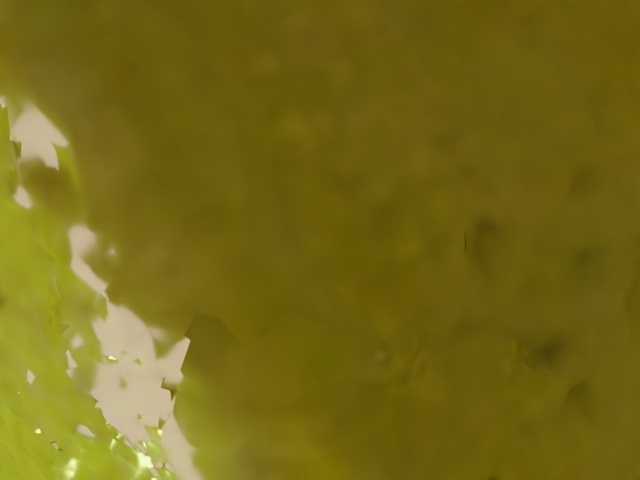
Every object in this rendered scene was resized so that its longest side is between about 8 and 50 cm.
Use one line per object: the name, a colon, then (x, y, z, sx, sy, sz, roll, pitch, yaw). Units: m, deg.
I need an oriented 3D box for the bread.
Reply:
bread: (0.015, -0.028, 0.589, 0.348, 0.308, 0.348, 52, 164, 22)
